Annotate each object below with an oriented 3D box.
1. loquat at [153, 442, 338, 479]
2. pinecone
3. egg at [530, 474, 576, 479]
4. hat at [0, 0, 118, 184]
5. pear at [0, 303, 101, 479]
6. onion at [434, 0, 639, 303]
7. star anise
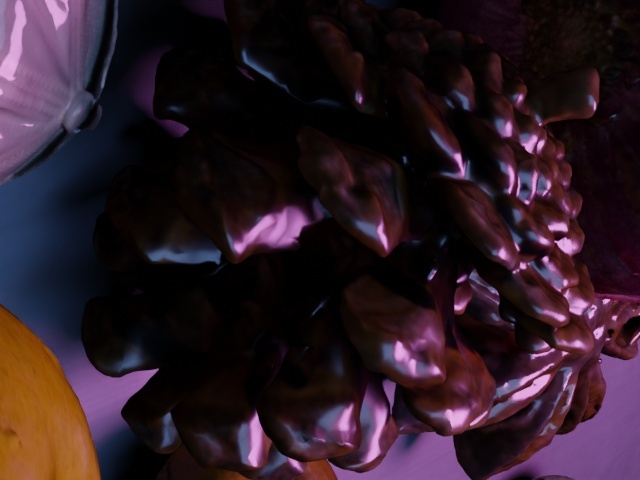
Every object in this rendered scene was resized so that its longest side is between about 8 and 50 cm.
[{"bbox_3d":[-0.047,0.178,0.770,0.141,0.141,0.141,-25,128,-36],"label":"loquat"},{"bbox_3d":[0.000,0.000,0.630,0.309,0.244,0.244,-43,148,27],"label":"pinecone"},{"bbox_3d":[0.198,0.253,1.107,0.110,0.085,0.085,-27,129,-31],"label":"egg"},{"bbox_3d":[-0.189,-0.108,0.454,0.219,0.164,0.226,-63,162,0],"label":"hat"},{"bbox_3d":[-0.246,0.109,0.423,0.285,0.336,0.284,16,90,-80],"label":"pear"},{"bbox_3d":[0.180,-0.094,0.764,0.272,0.230,0.256,39,73,-50],"label":"onion"},{"bbox_3d":[0.165,0.044,0.938,0.315,0.108,0.315,-21,125,-34],"label":"star anise"}]
